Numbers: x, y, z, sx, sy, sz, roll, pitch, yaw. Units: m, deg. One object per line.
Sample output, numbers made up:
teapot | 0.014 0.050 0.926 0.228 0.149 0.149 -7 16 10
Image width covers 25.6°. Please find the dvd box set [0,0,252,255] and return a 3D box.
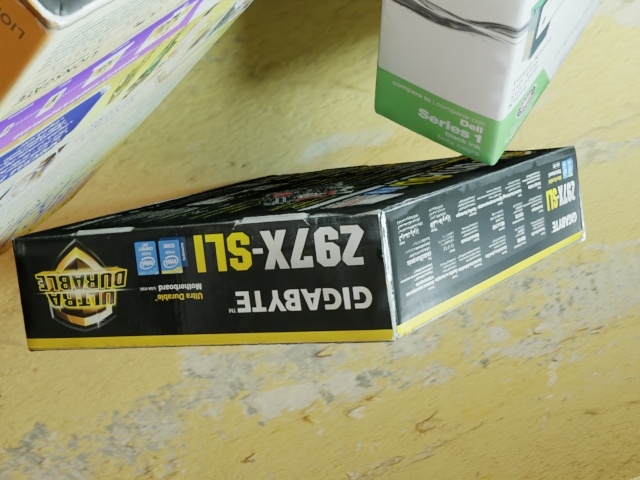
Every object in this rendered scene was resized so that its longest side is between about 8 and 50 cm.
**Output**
dvd box set | -0.147 -0.073 0.729 0.420 0.062 0.307 -39 -176 45

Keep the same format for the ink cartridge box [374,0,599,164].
ink cartridge box | 0.111 -0.175 0.826 0.160 0.093 0.219 -55 164 -25

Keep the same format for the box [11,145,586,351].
box | 0.000 0.000 0.924 0.257 0.079 0.322 -2 -172 28
